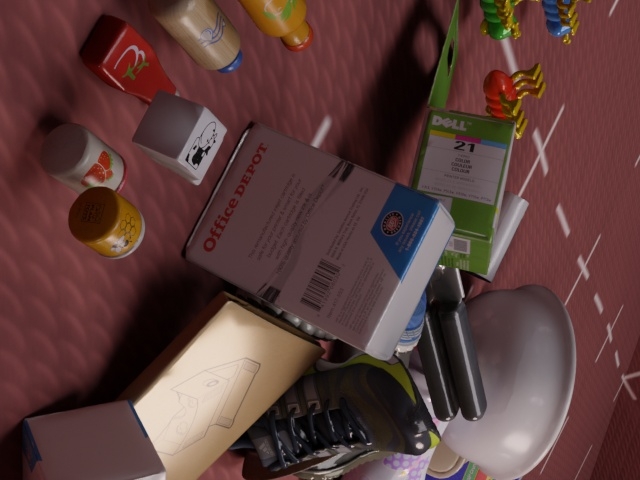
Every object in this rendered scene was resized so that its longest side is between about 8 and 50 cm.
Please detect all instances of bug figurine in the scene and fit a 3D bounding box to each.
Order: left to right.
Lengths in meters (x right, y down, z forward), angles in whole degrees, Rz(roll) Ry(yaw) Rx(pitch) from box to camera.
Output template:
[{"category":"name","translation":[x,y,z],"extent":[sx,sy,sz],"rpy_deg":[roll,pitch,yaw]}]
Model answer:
[{"category":"bug figurine","translation":[0.249,-0.267,1.288],"extent":[0.279,0.072,0.216],"rpy_deg":[-56,142,-33]}]

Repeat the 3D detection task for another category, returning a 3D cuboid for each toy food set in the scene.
[{"category":"toy food set","translation":[-0.100,-0.092,0.745],"extent":[0.232,0.111,0.104],"rpy_deg":[-64,155,-9]}]

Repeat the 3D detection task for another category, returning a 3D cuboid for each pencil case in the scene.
[{"category":"pencil case","translation":[0.114,0.278,1.496],"extent":[0.113,0.124,0.273],"rpy_deg":[-8,119,-61]}]

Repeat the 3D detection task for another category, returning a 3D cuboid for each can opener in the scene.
[{"category":"can opener","translation":[0.160,0.092,1.368],"extent":[0.095,0.076,0.283],"rpy_deg":[-48,128,-58]}]

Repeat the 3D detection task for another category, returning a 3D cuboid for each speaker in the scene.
[{"category":"speaker","translation":[0.262,-0.008,1.606],"extent":[0.136,0.055,0.055],"rpy_deg":[-64,155,-3]}]

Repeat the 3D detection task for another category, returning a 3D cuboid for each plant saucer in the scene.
[{"category":"plant saucer","translation":[-0.014,0.217,1.188],"extent":[0.168,0.168,0.029],"rpy_deg":[-27,96,-54]}]

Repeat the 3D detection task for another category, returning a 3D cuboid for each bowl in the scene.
[{"category":"bowl","translation":[0.238,0.196,1.581],"extent":[0.134,0.298,0.297],"rpy_deg":[15,102,-20]}]

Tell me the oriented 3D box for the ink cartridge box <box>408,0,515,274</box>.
[{"category":"ink cartridge box","translation":[0.164,-0.109,1.163],"extent":[0.189,0.097,0.255],"rpy_deg":[58,45,-76]}]

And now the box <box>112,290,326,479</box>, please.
[{"category":"box","translation":[-0.107,0.142,0.944],"extent":[0.201,0.021,0.164],"rpy_deg":[-45,146,8]}]

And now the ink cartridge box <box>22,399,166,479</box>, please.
[{"category":"ink cartridge box","translation":[-0.184,0.217,0.854],"extent":[0.090,0.092,0.143],"rpy_deg":[-9,126,-27]}]

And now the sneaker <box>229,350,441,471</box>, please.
[{"category":"sneaker","translation":[-0.001,0.177,1.032],"extent":[0.121,0.300,0.111],"rpy_deg":[-33,102,-31]}]

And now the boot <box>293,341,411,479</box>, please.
[{"category":"boot","translation":[0.039,0.175,1.305],"extent":[0.190,0.076,0.208],"rpy_deg":[-15,121,-32]}]

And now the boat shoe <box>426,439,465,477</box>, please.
[{"category":"boat shoe","translation":[0.267,0.246,1.785],"extent":[0.324,0.117,0.097],"rpy_deg":[-63,160,6]}]

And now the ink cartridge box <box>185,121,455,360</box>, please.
[{"category":"ink cartridge box","translation":[0.000,0.000,0.934],"extent":[0.139,0.191,0.082],"rpy_deg":[-63,156,-4]}]

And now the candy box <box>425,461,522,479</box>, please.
[{"category":"candy box","translation":[0.335,0.329,1.979],"extent":[0.317,0.122,0.268],"rpy_deg":[6,108,-63]}]

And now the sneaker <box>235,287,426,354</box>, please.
[{"category":"sneaker","translation":[0.046,0.029,1.127],"extent":[0.147,0.130,0.330],"rpy_deg":[-64,155,4]}]
